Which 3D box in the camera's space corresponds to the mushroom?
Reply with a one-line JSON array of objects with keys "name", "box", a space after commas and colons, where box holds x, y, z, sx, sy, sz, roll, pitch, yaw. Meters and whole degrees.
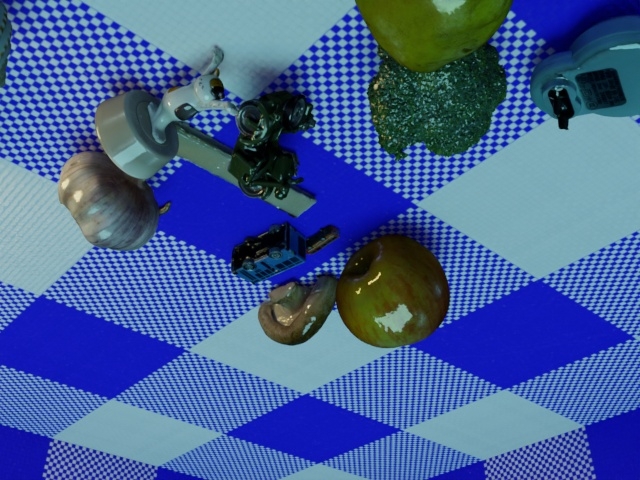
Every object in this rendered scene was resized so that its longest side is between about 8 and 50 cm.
[{"name": "mushroom", "box": [-0.059, 0.211, 2.102, 0.285, 0.151, 0.156, -28, 137, 33]}]

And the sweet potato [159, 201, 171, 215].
[{"name": "sweet potato", "box": [-0.402, -0.064, 1.836, 0.115, 0.026, 0.026, -22, 138, 25]}]

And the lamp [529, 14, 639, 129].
[{"name": "lamp", "box": [0.531, -0.310, 1.387, 0.284, 0.147, 0.209, -24, 136, 17]}]

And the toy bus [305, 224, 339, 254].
[{"name": "toy bus", "box": [0.000, 0.000, 1.916, 0.043, 0.031, 0.110, 22, 138, -37]}]

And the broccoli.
[{"name": "broccoli", "box": [0.203, -0.282, 1.382, 0.261, 0.269, 0.241, -24, 178, -2]}]

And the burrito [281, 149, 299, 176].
[{"name": "burrito", "box": [-0.100, -0.181, 1.660, 0.149, 0.041, 0.055, 19, 153, -30]}]

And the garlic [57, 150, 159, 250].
[{"name": "garlic", "box": [-0.423, -0.115, 1.641, 0.253, 0.245, 0.245, -39, 137, -1]}]

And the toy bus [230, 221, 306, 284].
[{"name": "toy bus", "box": [-0.132, 0.037, 1.918, 0.184, 0.090, 0.106, -24, 140, 29]}]

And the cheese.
[{"name": "cheese", "box": [-0.181, -0.157, 1.702, 0.400, 0.034, 0.085, 26, 132, -31]}]

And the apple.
[{"name": "apple", "box": [0.177, 0.117, 1.883, 0.301, 0.302, 0.302, 0, 144, 0]}]

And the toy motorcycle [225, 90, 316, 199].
[{"name": "toy motorcycle", "box": [-0.105, -0.183, 1.503, 0.127, 0.205, 0.275, 31, 116, 13]}]

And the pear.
[{"name": "pear", "box": [0.181, -0.415, 1.150, 0.269, 0.269, 0.321, 9, 121, -12]}]

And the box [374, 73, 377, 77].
[{"name": "box", "box": [0.124, -0.286, 1.503, 0.024, 0.054, 0.083, -10, 143, 7]}]

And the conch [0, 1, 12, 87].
[{"name": "conch", "box": [-0.682, -0.366, 1.273, 0.303, 0.215, 0.319, -32, 102, 28]}]

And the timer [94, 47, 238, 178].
[{"name": "timer", "box": [-0.283, -0.253, 1.464, 0.266, 0.175, 0.175, -25, 137, 24]}]
